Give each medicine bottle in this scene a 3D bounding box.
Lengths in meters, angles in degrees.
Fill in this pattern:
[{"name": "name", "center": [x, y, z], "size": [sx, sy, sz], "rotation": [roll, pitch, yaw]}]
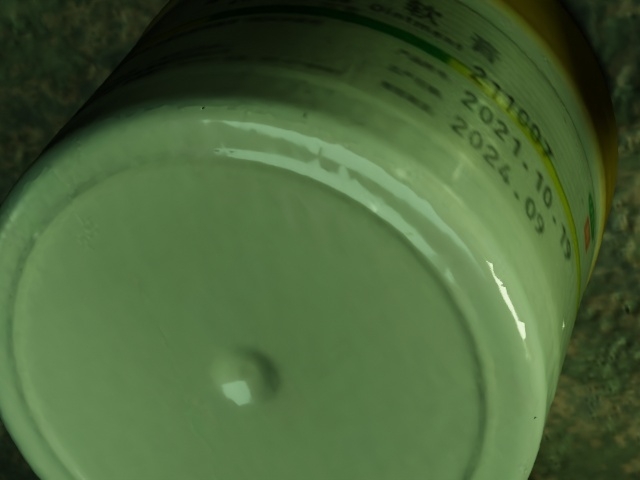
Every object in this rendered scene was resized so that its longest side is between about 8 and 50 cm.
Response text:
[{"name": "medicine bottle", "center": [0.000, 0.000, 0.790], "size": [0.238, 0.232, 0.238], "rotation": [7, 119, 12]}]
